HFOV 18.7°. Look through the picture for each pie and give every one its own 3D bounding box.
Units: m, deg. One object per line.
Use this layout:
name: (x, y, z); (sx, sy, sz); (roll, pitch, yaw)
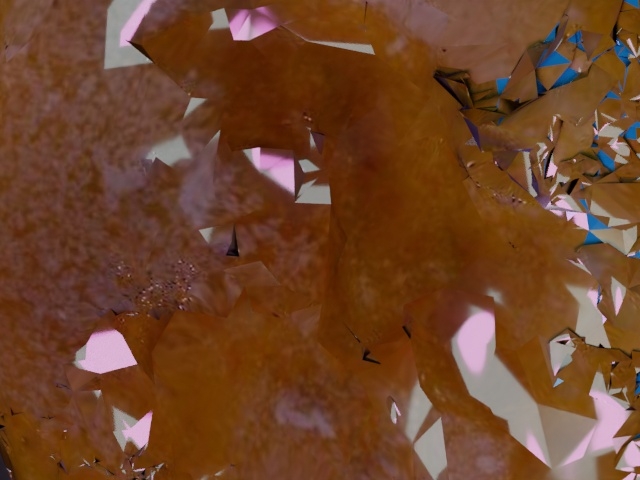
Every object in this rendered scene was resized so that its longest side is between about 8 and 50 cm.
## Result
pie: (-0.001, 0.001, 0.520); (0.273, 0.069, 0.273); (6, 105, 23)
